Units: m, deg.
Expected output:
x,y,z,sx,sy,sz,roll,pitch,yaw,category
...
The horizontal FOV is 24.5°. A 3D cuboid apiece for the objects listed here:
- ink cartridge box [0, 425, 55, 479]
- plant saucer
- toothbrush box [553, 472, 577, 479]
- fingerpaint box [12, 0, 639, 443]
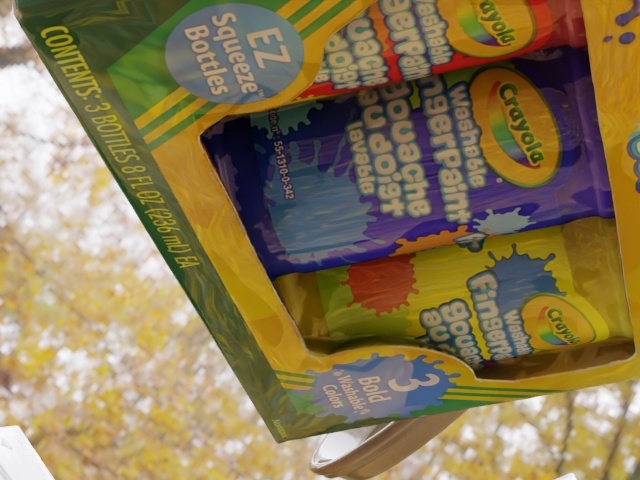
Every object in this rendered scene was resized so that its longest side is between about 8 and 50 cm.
x,y,z,sx,sy,sz,roll,pitch,yaw,category
-0.239,0.220,1.051,0.159,0.092,0.218,54,2,7,ink cartridge box
0.105,0.136,1.388,0.041,0.278,0.278,50,-34,-1,plant saucer
0.187,0.341,0.989,0.216,0.126,0.296,-105,173,-72,toothbrush box
0.088,-0.072,0.837,0.371,0.163,0.445,-11,-36,9,fingerpaint box
